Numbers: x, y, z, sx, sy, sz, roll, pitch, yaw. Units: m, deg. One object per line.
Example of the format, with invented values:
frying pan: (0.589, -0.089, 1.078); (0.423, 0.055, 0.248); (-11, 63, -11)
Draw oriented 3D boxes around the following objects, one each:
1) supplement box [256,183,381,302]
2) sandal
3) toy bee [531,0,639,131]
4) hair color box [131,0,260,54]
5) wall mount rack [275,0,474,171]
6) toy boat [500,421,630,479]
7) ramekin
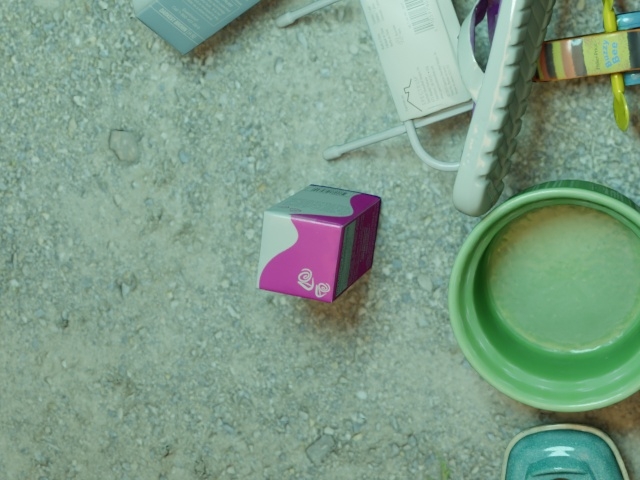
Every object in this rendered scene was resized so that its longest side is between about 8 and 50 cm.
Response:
supplement box: (0.000, 0.000, 1.884); (0.111, 0.220, 0.114); (11, 103, 14)
sandal: (0.214, -0.238, 1.718); (0.102, 0.169, 0.416); (16, 95, 19)
toy bee: (0.404, -0.258, 1.749); (0.298, 0.162, 0.195); (-29, 91, 20)
hair color box: (-0.090, -0.437, 1.837); (0.374, 0.113, 0.185); (-32, 50, 20)
wall mount rack: (0.098, -0.251, 1.864); (0.304, 0.130, 0.350); (-18, 95, 15)
toy boat: (0.283, 0.398, 1.917); (0.318, 0.148, 0.267); (-10, 98, 17)
ramekin: (0.329, 0.063, 1.828); (0.303, 0.148, 0.303); (3, 105, 12)
